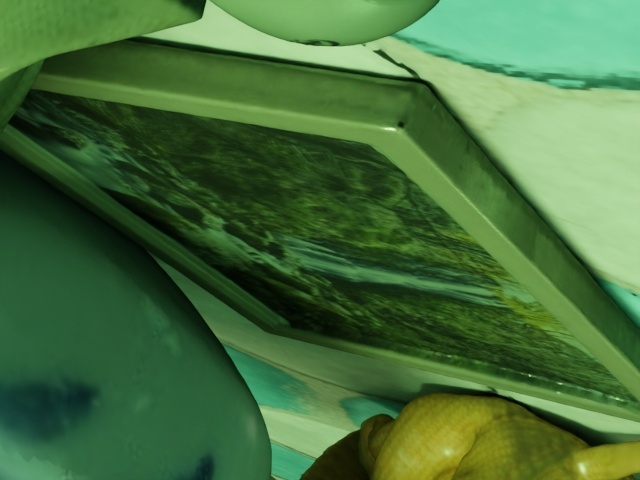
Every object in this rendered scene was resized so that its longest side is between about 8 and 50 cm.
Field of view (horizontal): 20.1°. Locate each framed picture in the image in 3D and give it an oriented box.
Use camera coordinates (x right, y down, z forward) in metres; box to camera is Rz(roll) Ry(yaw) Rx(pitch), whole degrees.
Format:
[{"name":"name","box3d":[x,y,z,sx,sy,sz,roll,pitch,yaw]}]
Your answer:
[{"name":"framed picture","box3d":[0.000,0.000,0.715,0.240,0.020,0.324,12,164,31]}]

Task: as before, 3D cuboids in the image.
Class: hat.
[{"name":"hat","box3d":[0.120,0.160,0.967,0.244,0.234,0.233,14,143,-26]}]

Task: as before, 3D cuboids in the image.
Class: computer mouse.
[{"name":"computer mouse","box3d":[-0.019,-0.073,0.429,0.110,0.032,0.056,31,162,-38]}]

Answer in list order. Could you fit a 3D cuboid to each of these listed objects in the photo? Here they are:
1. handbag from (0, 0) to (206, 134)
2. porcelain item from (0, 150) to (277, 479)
[{"name":"handbag","box3d":[-0.192,-0.072,0.475,0.253,0.109,0.316,34,152,-13]},{"name":"porcelain item","box3d":[-0.157,0.092,0.822,0.242,0.178,0.405,-19,137,15]}]
